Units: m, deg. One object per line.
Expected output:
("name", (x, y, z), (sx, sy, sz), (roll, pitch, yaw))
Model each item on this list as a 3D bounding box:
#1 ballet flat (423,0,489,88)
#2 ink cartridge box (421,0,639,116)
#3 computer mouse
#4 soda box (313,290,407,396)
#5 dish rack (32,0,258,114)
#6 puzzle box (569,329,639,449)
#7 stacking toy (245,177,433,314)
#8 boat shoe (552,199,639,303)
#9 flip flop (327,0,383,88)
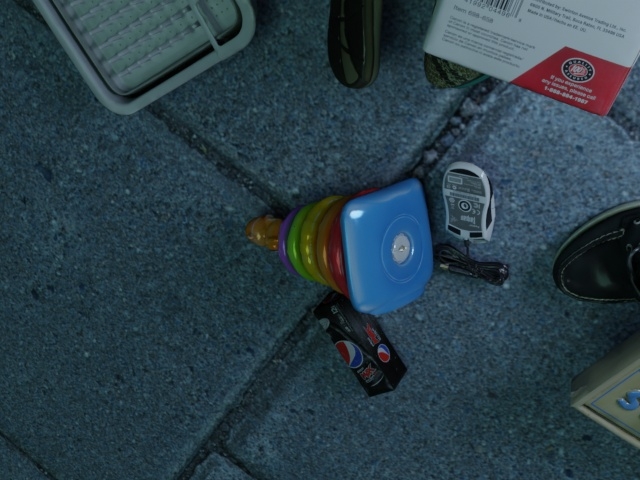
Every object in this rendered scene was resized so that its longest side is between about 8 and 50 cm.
("ballet flat", (0.256, -0.333, 1.051), (0.483, 0.164, 0.182), (-27, 141, 36))
("ink cartridge box", (0.235, -0.282, 0.937), (0.197, 0.114, 0.273), (21, 133, 3))
("computer mouse", (0.206, -0.030, 1.358), (0.106, 0.042, 0.193), (16, 131, 26))
("soda box", (0.062, 0.155, 1.539), (0.053, 0.060, 0.169), (-23, 105, 39))
("dish rack", (-0.249, -0.353, 1.398), (0.333, 0.072, 0.285), (-22, 106, 37))
("puzzle box", (0.553, 0.224, 1.239), (0.409, 0.052, 0.272), (31, 132, -11))
("stacking toy", (0.000, 0.000, 1.434), (0.302, 0.175, 0.165), (6, 110, 42))
("boat shoe", (0.428, 0.022, 1.213), (0.340, 0.113, 0.127), (-12, 111, 34))
("flip flop", (0.067, -0.324, 1.221), (0.112, 0.080, 0.277), (27, 118, 58))
